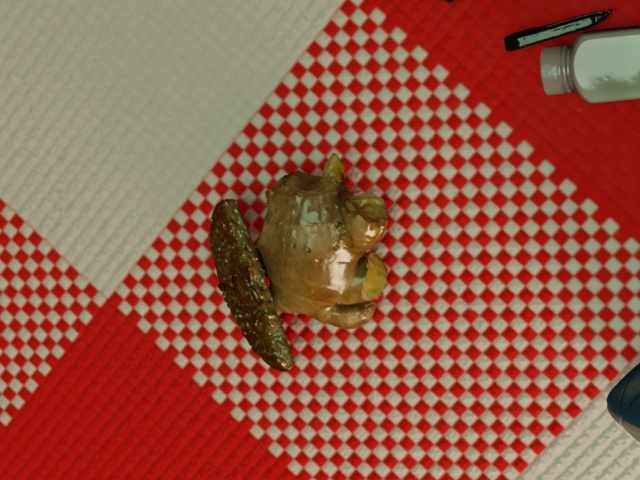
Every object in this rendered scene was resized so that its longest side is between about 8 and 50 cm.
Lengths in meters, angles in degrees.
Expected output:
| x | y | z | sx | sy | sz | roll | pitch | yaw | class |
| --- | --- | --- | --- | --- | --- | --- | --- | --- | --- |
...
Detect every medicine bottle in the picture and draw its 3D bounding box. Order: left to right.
| x | y | z | sx | sy | sz | roll | pitch | yaw | class |
| --- | --- | --- | --- | --- | --- | --- | --- | --- | --- |
| 0.293 | -0.183 | 1.841 | 0.118 | 0.055 | 0.074 | -5 | 102 | 20 | medicine bottle |

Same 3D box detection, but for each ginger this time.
| x | y | z | sx | sy | sz | roll | pitch | yaw | class |
| --- | --- | --- | --- | --- | --- | --- | --- | --- | --- |
| 0.000 | 0.000 | 1.962 | 0.157 | 0.102 | 0.216 | 19 | 123 | 17 | ginger |

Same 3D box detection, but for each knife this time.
| x | y | z | sx | sy | sz | roll | pitch | yaw | class |
| --- | --- | --- | --- | --- | --- | --- | --- | --- | --- |
| 0.252 | -0.223 | 1.862 | 0.121 | 0.031 | 0.018 | -14 | 98 | 17 | knife |

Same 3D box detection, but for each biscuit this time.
| x | y | z | sx | sy | sz | roll | pitch | yaw | class |
| --- | --- | --- | --- | --- | --- | --- | --- | --- | --- |
| -0.089 | 0.054 | 2.014 | 0.025 | 0.126 | 0.206 | -21 | 94 | -22 | biscuit |

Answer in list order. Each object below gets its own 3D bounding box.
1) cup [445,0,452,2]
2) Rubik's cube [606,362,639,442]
| x | y | z | sx | sy | sz | roll | pitch | yaw | class |
| --- | --- | --- | --- | --- | --- | --- | --- | --- | --- |
| 0.141 | -0.366 | 1.827 | 0.177 | 0.239 | 0.166 | 44 | 72 | -1 | cup |
| 0.432 | 0.152 | 1.788 | 0.254 | 0.254 | 0.254 | 5 | 105 | 19 | Rubik's cube |
